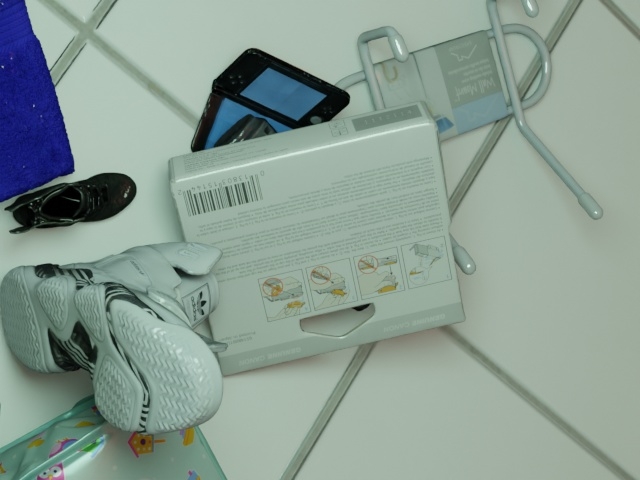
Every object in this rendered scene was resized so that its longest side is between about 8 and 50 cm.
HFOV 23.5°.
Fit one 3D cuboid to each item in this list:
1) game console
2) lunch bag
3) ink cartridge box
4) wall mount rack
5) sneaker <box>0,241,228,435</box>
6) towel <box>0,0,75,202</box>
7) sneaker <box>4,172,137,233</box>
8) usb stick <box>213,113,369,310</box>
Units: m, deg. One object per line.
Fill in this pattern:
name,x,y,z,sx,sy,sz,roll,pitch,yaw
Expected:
game console,-0.056,-0.135,1.763,0.144,0.124,0.085,23,52,-27
lunch bag,-0.224,0.286,1.624,0.262,0.160,0.223,-32,103,-19
ink cartridge box,0.000,0.000,1.733,0.296,0.066,0.261,-13,119,-2
wall mount rack,0.188,-0.136,1.867,0.350,0.130,0.304,-21,100,-26
sneaker,-0.159,0.083,1.555,0.210,0.366,0.137,-14,108,-35
towel,-0.377,-0.167,1.544,0.228,0.076,0.308,-27,118,-27
sneaker,-0.263,-0.039,1.642,0.170,0.089,0.051,-14,96,-28
usb stick,-0.016,-0.029,1.783,0.077,0.045,0.278,-43,116,-3
